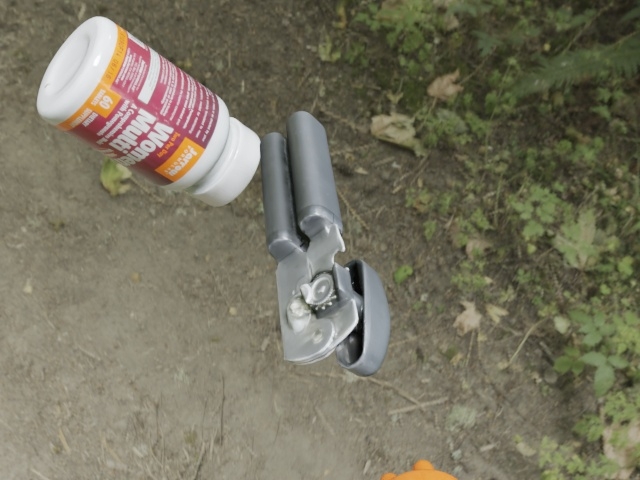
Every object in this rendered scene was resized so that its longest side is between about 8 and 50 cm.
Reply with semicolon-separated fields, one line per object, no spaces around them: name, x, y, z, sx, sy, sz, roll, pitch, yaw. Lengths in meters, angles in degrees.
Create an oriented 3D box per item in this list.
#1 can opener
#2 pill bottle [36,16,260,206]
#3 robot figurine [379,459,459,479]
can opener;0.000;0.000;0.687;0.095;0.076;0.283;37;30;-35
pill bottle;-0.176;-0.128;0.807;0.221;0.121;0.121;32;47;-38
robot figurine;0.117;0.334;0.790;0.158;0.128;0.219;13;21;-12
